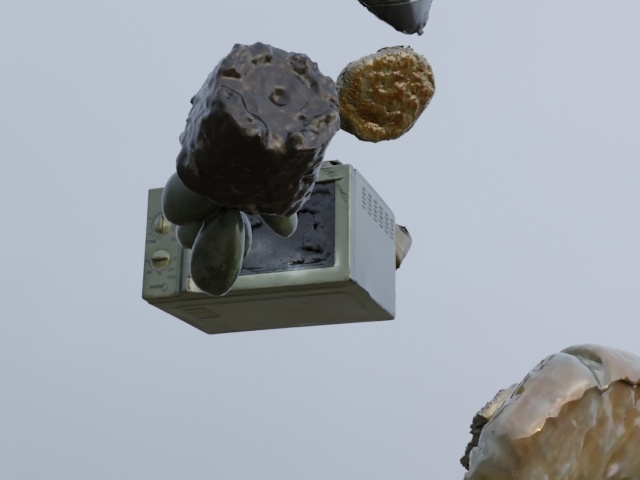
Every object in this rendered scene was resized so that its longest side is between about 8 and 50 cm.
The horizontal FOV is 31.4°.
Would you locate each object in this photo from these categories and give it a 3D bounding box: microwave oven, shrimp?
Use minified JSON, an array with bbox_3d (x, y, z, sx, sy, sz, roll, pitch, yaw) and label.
[{"bbox_3d":[-0.077,0.013,1.874,0.355,0.218,0.286,-6,-19,19],"label":"microwave oven"},{"bbox_3d":[0.220,0.233,0.869,0.110,0.221,0.445,23,-16,41],"label":"shrimp"}]

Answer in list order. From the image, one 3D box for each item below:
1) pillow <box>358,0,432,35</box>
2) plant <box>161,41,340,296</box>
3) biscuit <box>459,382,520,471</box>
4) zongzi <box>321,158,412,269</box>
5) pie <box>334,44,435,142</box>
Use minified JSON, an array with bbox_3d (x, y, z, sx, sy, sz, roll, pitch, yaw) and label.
[{"bbox_3d":[0.040,-0.408,1.516,0.093,0.161,0.335,-22,-48,39],"label":"pillow"},{"bbox_3d":[-0.079,-0.070,1.163,0.149,0.146,0.274,19,-42,-10],"label":"plant"},{"bbox_3d":[0.283,0.284,1.812,0.032,0.133,0.250,41,-21,22],"label":"biscuit"},{"bbox_3d":[0.000,0.000,2.200,0.260,0.123,0.289,43,-48,-16],"label":"zongzi"},{"bbox_3d":[0.107,-0.252,1.980,0.194,0.163,0.079,-14,15,-16],"label":"pie"}]
